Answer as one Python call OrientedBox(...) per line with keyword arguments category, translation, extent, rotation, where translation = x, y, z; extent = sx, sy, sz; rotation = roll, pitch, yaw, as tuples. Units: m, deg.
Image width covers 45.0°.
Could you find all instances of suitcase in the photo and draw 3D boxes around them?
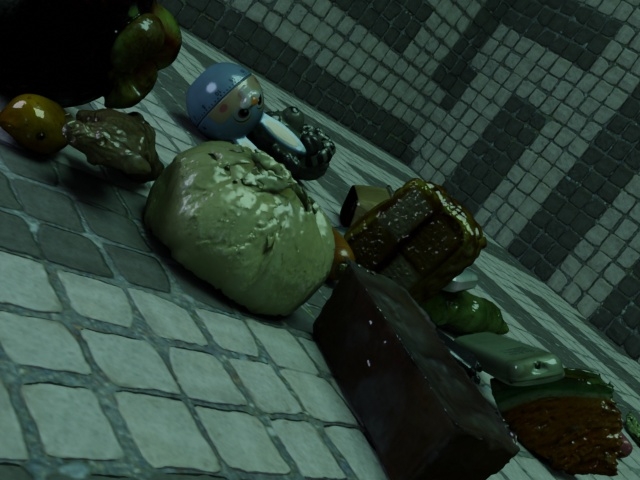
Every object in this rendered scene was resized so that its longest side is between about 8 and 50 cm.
OrientedBox(category="suitcase", translation=(0.176, 0.176, 1.143), extent=(0.126, 0.059, 0.086), rotation=(36, 12, 8))

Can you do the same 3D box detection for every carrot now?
OrientedBox(category="carrot", translation=(0.000, 0.000, 1.291), extent=(0.067, 0.067, 0.225), rotation=(29, 13, -29))

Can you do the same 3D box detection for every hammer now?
OrientedBox(category="hammer", translation=(0.558, 0.376, 1.467), extent=(0.043, 0.043, 0.083), rotation=(32, 14, -18))

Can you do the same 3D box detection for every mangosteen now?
OrientedBox(category="mangosteen", translation=(-0.331, -0.301, 1.017), extent=(0.288, 0.288, 0.288), rotation=(34, 13, -9))

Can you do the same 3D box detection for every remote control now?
OrientedBox(category="remote control", translation=(0.282, 0.180, 1.208), extent=(0.090, 0.038, 0.309), rotation=(-9, 2, -8))

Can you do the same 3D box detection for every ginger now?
OrientedBox(category="ginger", translation=(-0.256, -0.122, 0.992), extent=(0.122, 0.084, 0.290), rotation=(25, 6, -7))
OrientedBox(category="ginger", translation=(0.267, 0.129, 1.493), extent=(0.290, 0.089, 0.137), rotation=(17, -4, -41))

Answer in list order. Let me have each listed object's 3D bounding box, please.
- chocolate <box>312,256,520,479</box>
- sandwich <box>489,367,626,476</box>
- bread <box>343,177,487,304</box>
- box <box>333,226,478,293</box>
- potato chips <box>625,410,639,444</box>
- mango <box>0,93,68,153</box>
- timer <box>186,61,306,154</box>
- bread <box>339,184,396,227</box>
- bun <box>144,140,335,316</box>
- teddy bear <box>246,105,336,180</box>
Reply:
OrientedBox(category="chocolate", translation=(0.087, 0.153, 0.881), extent=(0.112, 0.112, 0.321), rotation=(27, 17, -31))
OrientedBox(category="sandwich", translation=(0.352, 0.272, 1.165), extent=(0.185, 0.160, 0.109), rotation=(-4, -14, 7))
OrientedBox(category="bread", translation=(0.147, 0.007, 1.280), extent=(0.181, 0.222, 0.096), rotation=(56, 21, 20))
OrientedBox(category="box", translation=(0.141, 0.032, 1.417), extent=(0.285, 0.044, 0.142), rotation=(22, 11, 26))
OrientedBox(category="potato chips", translation=(0.714, 0.432, 1.707), extent=(0.092, 0.028, 0.207), rotation=(34, 15, -16))
OrientedBox(category="mango", translation=(-0.334, -0.140, 0.921), extent=(0.080, 0.060, 0.114), rotation=(37, 6, -16))
OrientedBox(category="timer", translation=(-0.154, -0.253, 1.558), extent=(0.255, 0.175, 0.175), rotation=(35, 12, 14))
OrientedBox(category="bread", translation=(0.152, -0.035, 1.681), extent=(0.212, 0.142, 0.224), rotation=(20, 16, -7))
OrientedBox(category="bun", translation=(-0.088, -0.030, 0.980), extent=(0.259, 0.152, 0.259), rotation=(32, 13, -8))
OrientedBox(category="teddy bear", translation=(-0.063, -0.213, 1.715), extent=(0.171, 0.144, 0.251), rotation=(51, 20, 26))
